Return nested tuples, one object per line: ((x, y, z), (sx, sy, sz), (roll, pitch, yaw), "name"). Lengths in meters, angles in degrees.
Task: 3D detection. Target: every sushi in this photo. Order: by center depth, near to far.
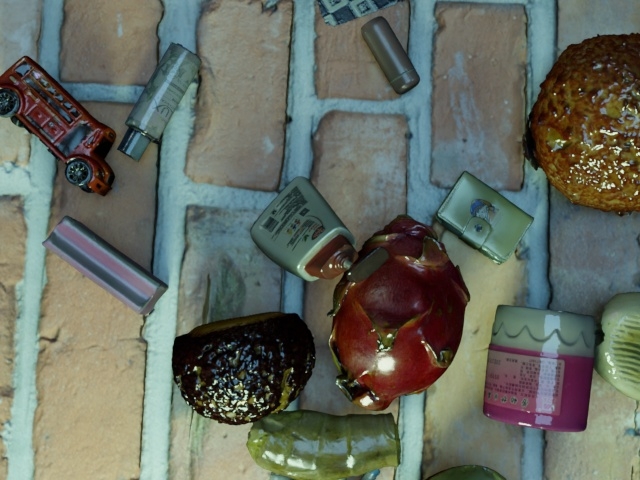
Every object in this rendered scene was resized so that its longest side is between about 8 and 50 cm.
((0.064, -0.519, 1.463), (0.192, 0.040, 0.210), (-22, 87, -5), "sushi")

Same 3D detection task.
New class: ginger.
((0.008, 0.340, 1.332), (0.262, 0.109, 0.117), (-1, 63, -3), "ginger")

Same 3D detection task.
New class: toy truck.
((-0.440, -0.191, 1.372), (0.252, 0.107, 0.114), (43, 85, 0), "toy truck")

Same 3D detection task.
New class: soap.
((-0.359, 0.044, 1.353), (0.203, 0.122, 0.065), (35, 83, 0), "soap")

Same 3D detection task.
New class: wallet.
((0.293, -0.039, 1.444), (0.155, 0.039, 0.110), (35, 81, -1), "wallet")

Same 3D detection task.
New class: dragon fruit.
((0.128, 0.126, 1.322), (0.250, 0.250, 0.315), (33, 73, -1), "dragon fruit")

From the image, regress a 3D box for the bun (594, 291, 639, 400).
((0.546, 0.178, 1.396), (0.193, 0.128, 0.179), (22, 96, -14), "bun")

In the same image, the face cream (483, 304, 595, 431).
((0.371, 0.213, 1.361), (0.175, 0.175, 0.195), (6, 86, -3), "face cream")

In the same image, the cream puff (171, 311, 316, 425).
((-0.123, 0.205, 1.299), (0.239, 0.239, 0.165), (-12, 89, -5), "cream puff")

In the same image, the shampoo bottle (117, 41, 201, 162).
((-0.285, -0.240, 1.406), (0.072, 0.072, 0.214), (28, 85, -1), "shampoo bottle")

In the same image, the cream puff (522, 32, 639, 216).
((0.537, -0.208, 1.381), (0.350, 0.228, 0.351), (0, 87, -6), "cream puff")

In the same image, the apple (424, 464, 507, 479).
((0.240, 0.481, 1.337), (0.188, 0.174, 0.207), (-24, 81, -32), "apple")

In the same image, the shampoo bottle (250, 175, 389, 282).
((0.000, 0.000, 1.315), (0.153, 0.284, 0.071), (-48, 130, -5), "shampoo bottle")

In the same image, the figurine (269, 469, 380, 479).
((-0.014, 0.457, 1.356), (0.205, 0.103, 0.260), (44, 75, -2), "figurine")

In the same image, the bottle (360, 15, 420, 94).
((0.126, -0.334, 1.447), (0.053, 0.053, 0.140), (-30, 88, -5), "bottle")
